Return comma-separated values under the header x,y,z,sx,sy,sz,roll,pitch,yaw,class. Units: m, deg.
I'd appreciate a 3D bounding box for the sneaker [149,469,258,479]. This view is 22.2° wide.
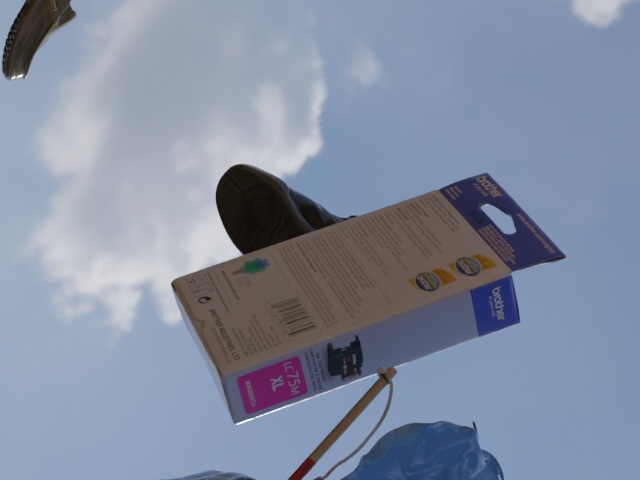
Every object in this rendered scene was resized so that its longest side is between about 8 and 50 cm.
x,y,z,sx,sy,sz,roll,pitch,yaw,class
-0.146,0.309,1.850,0.090,0.232,0.081,4,-79,38,sneaker

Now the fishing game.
x,y,z,sx,sy,sz,roll,pitch,yaw,class
0.064,0.218,1.235,0.189,0.264,0.041,-47,-144,-16,fishing game

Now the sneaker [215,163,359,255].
x,y,z,sx,sy,sz,roll,pitch,yaw,class
0.000,0.000,1.657,0.130,0.227,0.087,-8,127,-64,sneaker

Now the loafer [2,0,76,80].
x,y,z,sx,sy,sz,roll,pitch,yaw,class
-0.263,-0.218,1.581,0.148,0.050,0.056,-65,-159,6,loafer

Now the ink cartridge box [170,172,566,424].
x,y,z,sx,sy,sz,roll,pitch,yaw,class
0.041,0.044,1.426,0.311,0.065,0.186,-21,-151,-8,ink cartridge box
